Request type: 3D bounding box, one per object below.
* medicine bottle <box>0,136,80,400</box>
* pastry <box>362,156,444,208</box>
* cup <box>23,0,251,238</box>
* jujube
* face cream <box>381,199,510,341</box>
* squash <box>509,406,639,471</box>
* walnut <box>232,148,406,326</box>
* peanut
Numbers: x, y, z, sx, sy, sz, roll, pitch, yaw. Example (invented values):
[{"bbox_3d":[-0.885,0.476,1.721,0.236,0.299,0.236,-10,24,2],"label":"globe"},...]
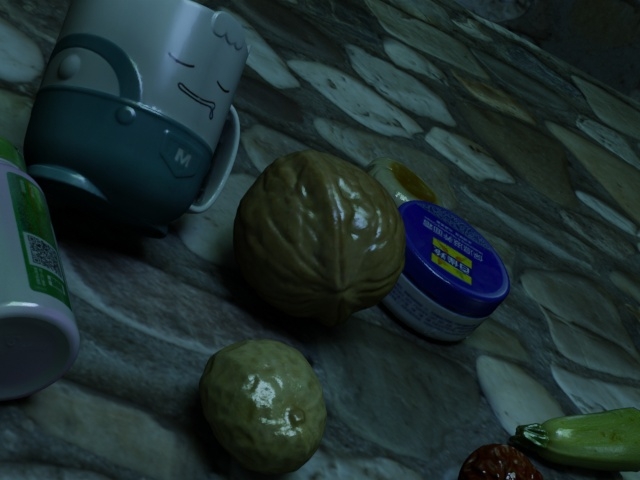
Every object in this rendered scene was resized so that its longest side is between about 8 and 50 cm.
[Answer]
[{"bbox_3d":[-0.324,0.014,1.006,0.133,0.133,0.274,12,37,-36],"label":"medicine bottle"},{"bbox_3d":[0.126,-0.062,1.657,0.156,0.092,0.156,26,33,-18],"label":"pastry"},{"bbox_3d":[-0.205,-0.144,1.236,0.219,0.257,0.290,9,-15,34],"label":"cup"},{"bbox_3d":[0.223,0.314,1.180,0.112,0.109,0.176,60,-2,-42],"label":"jujube"},{"bbox_3d":[0.168,0.048,1.512,0.206,0.111,0.206,26,31,-17],"label":"face cream"},{"bbox_3d":[0.353,0.274,1.415,0.224,0.094,0.094,7,39,-29],"label":"squash"},{"bbox_3d":[0.000,0.000,1.308,0.228,0.228,0.228,26,29,-16],"label":"walnut"},{"bbox_3d":[-0.057,0.172,1.078,0.140,0.109,0.159,-7,44,-33],"label":"peanut"}]
